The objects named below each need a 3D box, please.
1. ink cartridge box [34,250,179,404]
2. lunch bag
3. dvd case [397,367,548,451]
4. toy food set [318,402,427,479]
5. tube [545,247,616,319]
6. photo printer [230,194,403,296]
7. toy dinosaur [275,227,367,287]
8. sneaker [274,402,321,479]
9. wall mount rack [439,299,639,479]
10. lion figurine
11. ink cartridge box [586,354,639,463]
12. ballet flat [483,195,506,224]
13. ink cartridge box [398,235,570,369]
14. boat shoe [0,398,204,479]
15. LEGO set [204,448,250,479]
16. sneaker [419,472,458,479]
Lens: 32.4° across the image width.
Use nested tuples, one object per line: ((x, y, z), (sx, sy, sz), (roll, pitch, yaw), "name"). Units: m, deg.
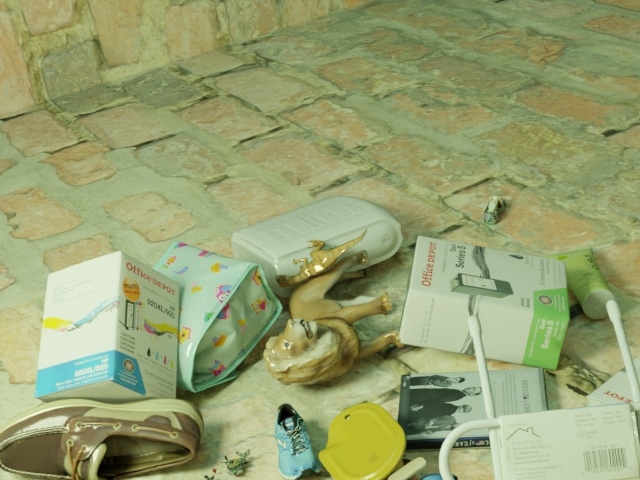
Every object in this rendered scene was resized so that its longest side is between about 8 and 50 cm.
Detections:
((-0.355, 0.166, 1.864), (0.168, 0.171, 0.232), (-17, 59, 26), "ink cartridge box")
((-0.235, 0.153, 2.002), (0.223, 0.160, 0.262), (13, 56, 36), "lunch bag")
((0.245, 0.270, 1.776), (0.239, 0.029, 0.179), (-4, 27, 10), "dvd case")
((0.083, 0.337, 1.669), (0.128, 0.071, 0.218), (-39, 30, -4), "toy food set")
((0.490, 0.068, 2.063), (0.070, 0.062, 0.240), (30, 19, -12), "tube")
((0.000, 0.000, 2.270), (0.308, 0.107, 0.256), (-21, 21, -22), "photo printer")
((0.016, 0.031, 2.071), (0.211, 0.064, 0.112), (-33, 20, 14), "toy dinosaur")
((-0.046, 0.315, 1.731), (0.063, 0.073, 0.162), (-14, 27, -11), "sneaker")
((0.332, 0.240, 1.525), (0.350, 0.304, 0.130), (-7, -8, 4), "wall mount rack")
((0.008, 0.145, 2.012), (0.240, 0.142, 0.392), (-18, 13, -1), "lion figurine")
((0.530, 0.246, 1.661), (0.219, 0.092, 0.160), (-29, 32, -32), "ink cartridge box")
((0.379, -0.075, 2.388), (0.041, 0.041, 0.114), (2, 29, 21), "ballet flat")
((0.285, 0.106, 1.921), (0.273, 0.114, 0.198), (10, 30, 4), "ink cartridge box")
((-0.358, 0.333, 1.752), (0.342, 0.123, 0.123), (-3, 26, -2), "boat shoe")
((-0.142, 0.361, 1.736), (0.083, 0.023, 0.054), (-26, 27, -4), "LEGO set")
((0.198, 0.389, 1.520), (0.082, 0.069, 0.209), (-12, 27, -14), "sneaker")
